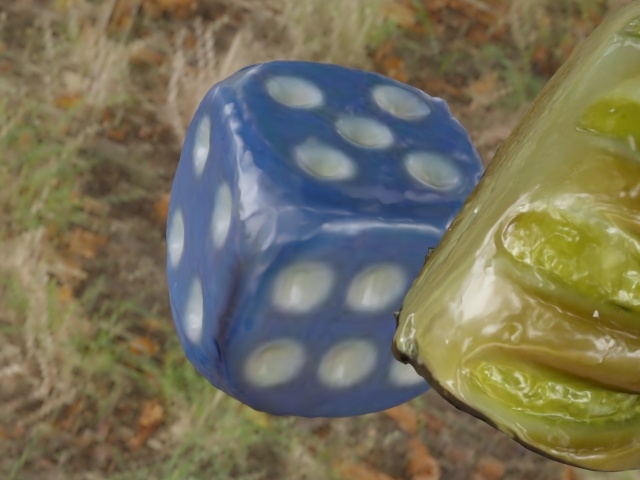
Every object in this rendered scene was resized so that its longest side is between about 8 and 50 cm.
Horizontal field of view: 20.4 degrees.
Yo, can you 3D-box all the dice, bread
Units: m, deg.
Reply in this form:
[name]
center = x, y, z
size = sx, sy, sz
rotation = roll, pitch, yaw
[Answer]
[dice]
center = 0.000, 0.000, 0.926
size = 0.143, 0.146, 0.146
rotation = 2, 37, -21
[bread]
center = 0.079, -0.013, 0.434
size = 0.083, 0.094, 0.157
rotation = 26, 18, 6
